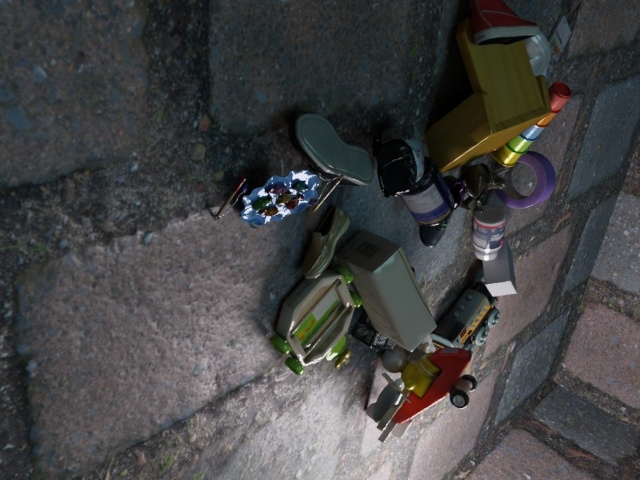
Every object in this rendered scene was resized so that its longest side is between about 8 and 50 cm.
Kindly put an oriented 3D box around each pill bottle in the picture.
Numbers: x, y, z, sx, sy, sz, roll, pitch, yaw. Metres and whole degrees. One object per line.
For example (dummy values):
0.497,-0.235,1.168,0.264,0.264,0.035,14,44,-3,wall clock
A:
0.267,-0.147,1.719,0.122,0.123,0.219,-51,131,-15,pill bottle
0.580,-0.023,2.228,0.108,0.108,0.180,-37,139,-30,pill bottle

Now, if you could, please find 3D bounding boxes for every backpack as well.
0.191,-0.204,1.554,0.182,0.115,0.151,-73,156,-59,backpack

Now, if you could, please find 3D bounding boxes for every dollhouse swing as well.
0.432,-0.414,1.814,0.347,0.304,0.315,-25,173,-41,dollhouse swing

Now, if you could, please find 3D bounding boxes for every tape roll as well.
0.680,-0.204,2.158,0.080,0.189,0.188,-14,124,-46,tape roll

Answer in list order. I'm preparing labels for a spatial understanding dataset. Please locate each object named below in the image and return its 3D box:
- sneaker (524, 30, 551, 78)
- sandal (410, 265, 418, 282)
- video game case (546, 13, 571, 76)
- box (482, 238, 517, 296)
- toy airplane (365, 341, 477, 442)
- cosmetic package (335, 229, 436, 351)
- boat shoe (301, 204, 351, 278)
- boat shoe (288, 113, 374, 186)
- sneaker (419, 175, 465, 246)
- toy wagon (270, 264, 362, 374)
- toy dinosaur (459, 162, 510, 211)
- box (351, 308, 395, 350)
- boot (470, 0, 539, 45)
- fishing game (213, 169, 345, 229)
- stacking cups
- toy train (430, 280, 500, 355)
0.609,-0.489,1.942,0.169,0.108,0.292,-55,146,-15,sneaker
0.252,0.112,1.925,0.240,0.088,0.079,21,102,-50,sandal
0.772,-0.640,2.124,0.119,0.015,0.166,24,94,-56,video game case
0.648,0.099,2.344,0.130,0.091,0.170,44,41,-54,box
0.284,0.477,2.115,0.384,0.272,0.386,-36,176,-16,toy airplane
0.178,0.134,1.719,0.113,0.160,0.309,-41,127,-17,cosmetic package
0.000,0.000,1.560,0.072,0.068,0.189,43,68,-42,boat shoe
0.010,-0.183,1.408,0.303,0.091,0.114,30,61,-52,boat shoe
0.358,-0.084,1.898,0.083,0.098,0.223,17,95,-13,sneaker
0.001,0.230,1.708,0.267,0.068,0.344,-47,143,-19,toy wagon
0.468,-0.173,1.978,0.314,0.121,0.160,1,105,-59,toy dinosaur
0.194,0.232,1.942,0.147,0.078,0.180,20,97,-54,box
0.472,-0.600,1.666,0.244,0.088,0.176,-13,91,-38,boot
-0.084,-0.078,1.338,0.264,0.041,0.189,-4,149,-42,fishing game
0.644,-0.360,1.973,0.096,0.096,0.316,-32,163,-35,stacking cups
0.541,0.304,2.392,0.334,0.142,0.190,-48,134,-19,toy train
